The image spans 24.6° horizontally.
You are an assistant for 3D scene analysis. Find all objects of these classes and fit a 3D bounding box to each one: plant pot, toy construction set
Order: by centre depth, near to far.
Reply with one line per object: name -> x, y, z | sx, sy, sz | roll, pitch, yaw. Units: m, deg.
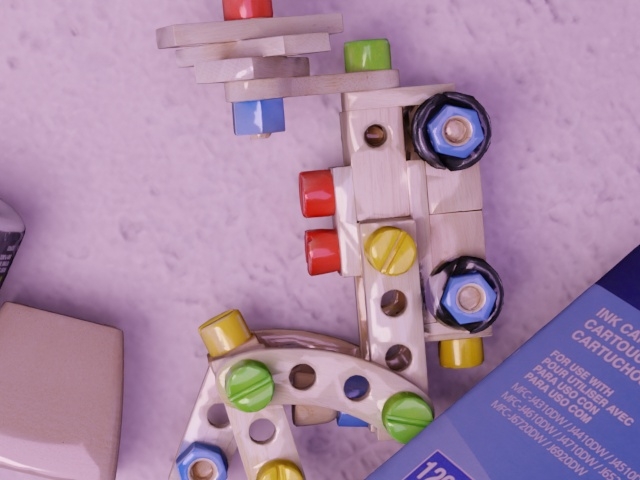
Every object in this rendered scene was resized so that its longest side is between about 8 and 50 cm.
toy construction set -> 0.000, 0.000, 0.894 | 0.215, 0.151, 0.327 | -6, 110, -5
plant pot -> -0.171, 0.092, 0.909 | 0.109, 0.109, 0.096 | 14, 85, -8

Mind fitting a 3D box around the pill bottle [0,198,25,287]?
pill bottle -> -0.283, 0.073, 0.876 | 0.130, 0.130, 0.245 | 25, 95, -9

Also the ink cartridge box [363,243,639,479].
ink cartridge box -> 0.197, 0.180, 0.832 | 0.395, 0.270, 0.151 | -38, 140, -17
